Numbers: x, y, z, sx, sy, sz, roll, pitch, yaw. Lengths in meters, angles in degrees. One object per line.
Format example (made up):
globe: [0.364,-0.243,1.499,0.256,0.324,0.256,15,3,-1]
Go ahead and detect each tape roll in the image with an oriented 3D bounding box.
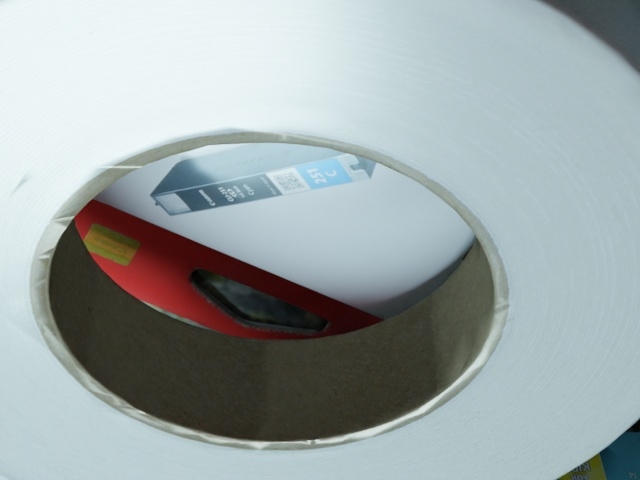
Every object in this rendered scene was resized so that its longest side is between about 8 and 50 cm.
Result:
tape roll: [-0.023,0.006,0.638,0.392,0.072,0.392,0,136,0]

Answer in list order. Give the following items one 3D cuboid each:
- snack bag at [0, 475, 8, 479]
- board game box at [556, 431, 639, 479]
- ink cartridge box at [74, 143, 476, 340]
snack bag: [-0.186,0.209,0.982,0.342,0.037,0.323,26,131,-10]
board game box: [0.055,0.218,0.875,0.336,0.079,0.254,3,134,5]
ink cartridge box: [0.000,0.000,0.747,0.296,0.066,0.261,23,133,-13]
